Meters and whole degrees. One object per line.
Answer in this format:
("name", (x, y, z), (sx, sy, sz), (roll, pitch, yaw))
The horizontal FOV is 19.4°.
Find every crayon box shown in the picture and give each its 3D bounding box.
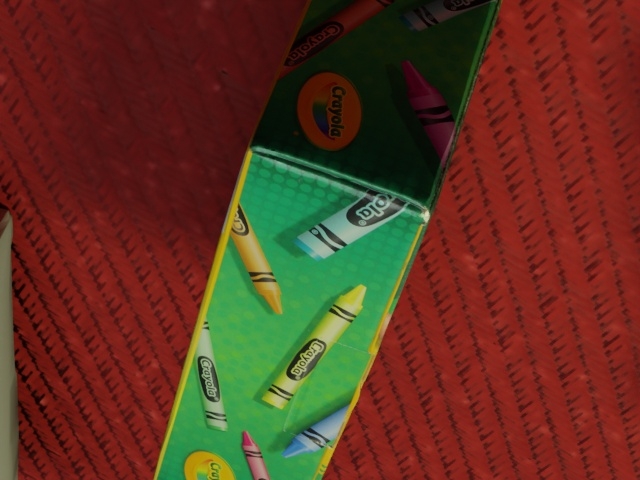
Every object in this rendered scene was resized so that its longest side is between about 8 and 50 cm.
("crayon box", (0.000, 0.000, 0.880), (0.081, 0.165, 0.278), (20, 141, 0))

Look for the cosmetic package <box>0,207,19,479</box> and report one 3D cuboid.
("cosmetic package", (-0.371, 0.108, 1.105), (0.377, 0.097, 0.284), (5, 120, 5))
